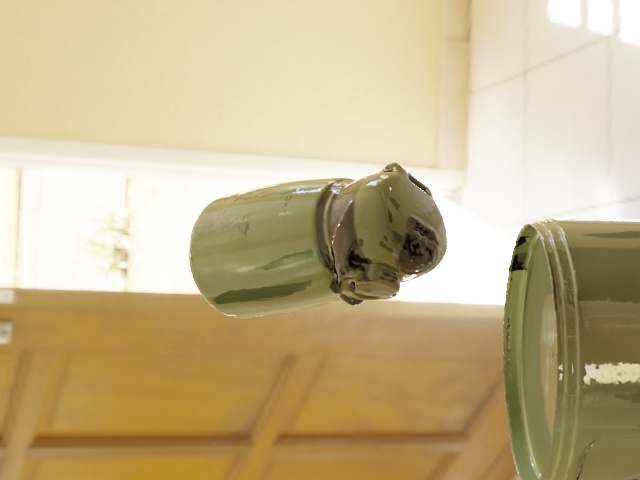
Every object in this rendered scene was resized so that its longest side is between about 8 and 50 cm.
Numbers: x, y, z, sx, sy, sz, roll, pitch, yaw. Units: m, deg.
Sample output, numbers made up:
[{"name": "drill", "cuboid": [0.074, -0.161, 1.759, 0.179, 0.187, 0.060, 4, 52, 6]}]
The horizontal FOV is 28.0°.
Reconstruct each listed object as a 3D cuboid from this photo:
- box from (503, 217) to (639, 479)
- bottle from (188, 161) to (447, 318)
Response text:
[{"name": "box", "cuboid": [0.241, 0.095, 1.046, 0.226, 0.149, 0.226, 180, 90, -88]}, {"name": "bottle", "cuboid": [0.000, 0.002, 1.586, 0.347, 0.168, 0.168, -10, 77, 44]}]
